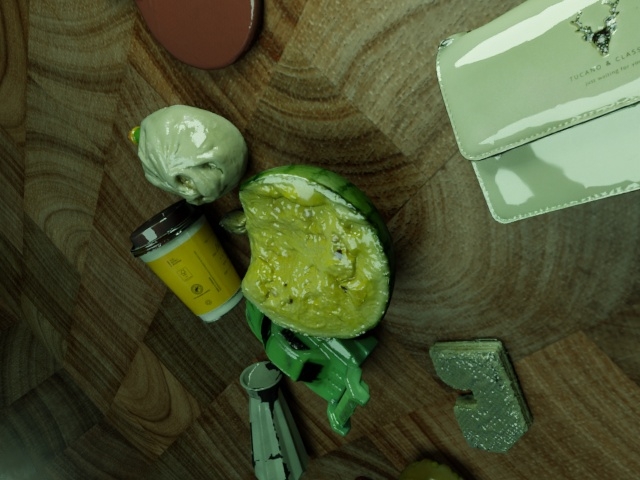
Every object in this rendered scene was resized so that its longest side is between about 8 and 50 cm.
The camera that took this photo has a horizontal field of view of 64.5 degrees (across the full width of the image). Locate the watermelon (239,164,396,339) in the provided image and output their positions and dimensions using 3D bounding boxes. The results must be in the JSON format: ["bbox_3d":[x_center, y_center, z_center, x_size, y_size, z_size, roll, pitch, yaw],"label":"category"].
[{"bbox_3d":[0.000,0.000,0.910,0.330,0.189,0.331,13,131,16],"label":"watermelon"}]

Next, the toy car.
[{"bbox_3d":[-0.026,0.212,1.081,0.358,0.176,0.214,37,134,15],"label":"toy car"}]

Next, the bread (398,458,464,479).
[{"bbox_3d":[0.270,0.582,1.139,0.213,0.104,0.214,23,134,26],"label":"bread"}]

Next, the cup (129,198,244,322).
[{"bbox_3d":[-0.307,0.049,1.207,0.196,0.196,0.280,-11,119,44],"label":"cup"}]

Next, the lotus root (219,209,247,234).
[{"bbox_3d":[-0.187,-0.041,1.133,0.099,0.049,0.054,5,129,37],"label":"lotus root"}]

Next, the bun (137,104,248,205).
[{"bbox_3d":[-0.260,-0.154,1.015,0.230,0.133,0.231,5,136,5],"label":"bun"}]

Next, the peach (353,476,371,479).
[{"bbox_3d":[0.143,0.713,1.346,0.172,0.127,0.092,66,150,21],"label":"peach"}]

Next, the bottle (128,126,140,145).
[{"bbox_3d":[-0.366,-0.237,1.139,0.187,0.069,0.069,8,123,38],"label":"bottle"}]

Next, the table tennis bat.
[{"bbox_3d":[-0.273,-0.457,0.923,0.414,0.051,0.268,20,129,27],"label":"table tennis bat"}]

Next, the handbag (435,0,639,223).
[{"bbox_3d":[0.323,-0.180,0.535,0.358,0.160,0.237,-17,99,45],"label":"handbag"}]

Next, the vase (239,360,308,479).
[{"bbox_3d":[-0.134,0.513,1.402,0.165,0.165,0.361,10,120,35],"label":"vase"}]

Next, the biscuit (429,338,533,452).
[{"bbox_3d":[0.306,0.297,0.955,0.147,0.046,0.250,-10,111,43],"label":"biscuit"}]
